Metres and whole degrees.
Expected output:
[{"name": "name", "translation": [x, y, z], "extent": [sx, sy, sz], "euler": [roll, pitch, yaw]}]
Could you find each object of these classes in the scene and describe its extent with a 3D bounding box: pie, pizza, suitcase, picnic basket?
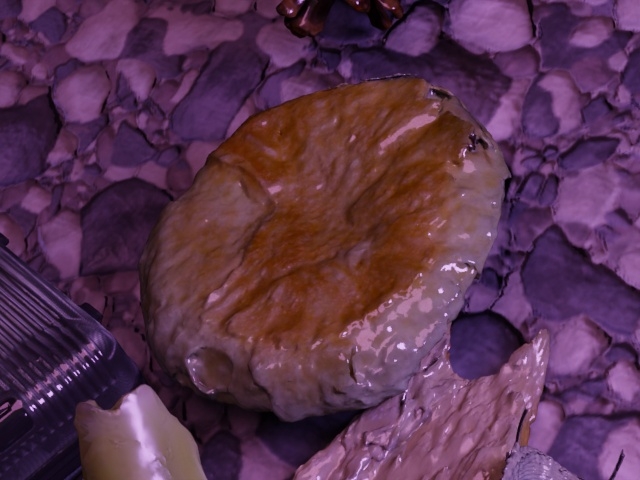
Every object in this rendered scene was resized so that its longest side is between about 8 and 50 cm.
[{"name": "pie", "translation": [0.000, 0.000, 1.311], "extent": [0.306, 0.071, 0.306], "euler": [-17, 44, 18]}, {"name": "pizza", "translation": [0.062, 0.153, 1.197], "extent": [0.181, 0.034, 0.262], "euler": [25, 72, 41]}, {"name": "suitcase", "translation": [-0.258, 0.105, 1.326], "extent": [0.202, 0.128, 0.312], "euler": [-39, 39, -15]}, {"name": "picnic basket", "translation": [0.137, 0.145, 1.128], "extent": [0.065, 0.083, 0.083], "euler": [29, 117, 16]}]

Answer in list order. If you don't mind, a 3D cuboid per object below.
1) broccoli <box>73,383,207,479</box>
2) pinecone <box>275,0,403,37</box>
[{"name": "broccoli", "translation": [-0.055, 0.271, 1.073], "extent": [0.254, 0.186, 0.302], "euler": [-51, 61, 19]}, {"name": "pinecone", "translation": [0.031, -0.256, 1.425], "extent": [0.212, 0.168, 0.185], "euler": [-47, 49, -7]}]
